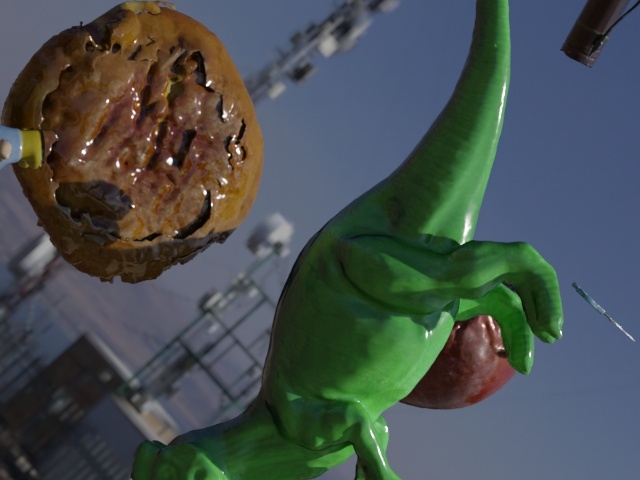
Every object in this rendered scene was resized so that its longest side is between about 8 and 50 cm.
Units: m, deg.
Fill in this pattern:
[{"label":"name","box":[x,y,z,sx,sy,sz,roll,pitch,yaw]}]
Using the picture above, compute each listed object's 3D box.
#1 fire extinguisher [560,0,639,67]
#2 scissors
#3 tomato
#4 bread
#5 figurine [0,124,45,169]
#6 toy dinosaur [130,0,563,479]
[{"label":"fire extinguisher","box":[0.334,-0.271,1.556,0.045,0.157,0.078,12,24,-42]},{"label":"scissors","box":[0.258,0.067,1.242,0.083,0.006,0.036,41,7,-20]},{"label":"tomato","box":[0.147,0.131,1.777,0.309,0.309,0.170,-154,-130,-75]},{"label":"bread","box":[-0.262,-0.133,1.821,0.204,0.337,0.358,17,-47,55]},{"label":"figurine","box":[-0.454,-0.118,1.569,0.263,0.143,0.162,3,9,-27]},{"label":"toy dinosaur","box":[0.000,0.000,1.133,0.144,0.375,0.499,0,79,-86]}]
